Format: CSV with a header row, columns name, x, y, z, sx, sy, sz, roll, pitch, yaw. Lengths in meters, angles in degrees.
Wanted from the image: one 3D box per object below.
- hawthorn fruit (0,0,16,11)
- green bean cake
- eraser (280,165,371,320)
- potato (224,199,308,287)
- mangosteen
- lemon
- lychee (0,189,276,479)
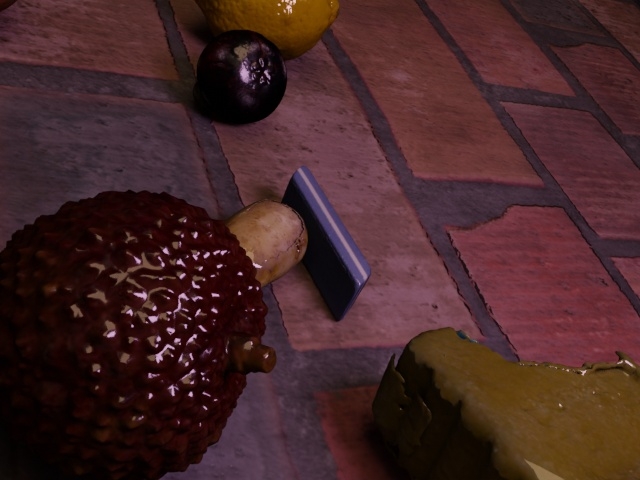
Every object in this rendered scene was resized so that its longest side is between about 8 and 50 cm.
name,x,y,z,sx,sy,sz,roll,pitch,yaw
hawthorn fruit,-0.542,-0.446,1.104,0.211,0.210,0.262,-4,42,-32
green bean cake,0.235,0.228,0.837,0.310,0.202,0.285,-4,37,-33
eraser,0.000,0.000,1.019,0.036,0.082,0.225,-8,51,-32
potato,-0.082,0.008,0.966,0.107,0.080,0.170,28,36,12
mangosteen,-0.131,-0.256,1.185,0.153,0.152,0.152,15,42,-14
lemon,-0.092,-0.418,1.324,0.260,0.204,0.204,2,46,-16
lychee,-0.180,0.085,0.699,0.305,0.275,0.275,11,36,20
